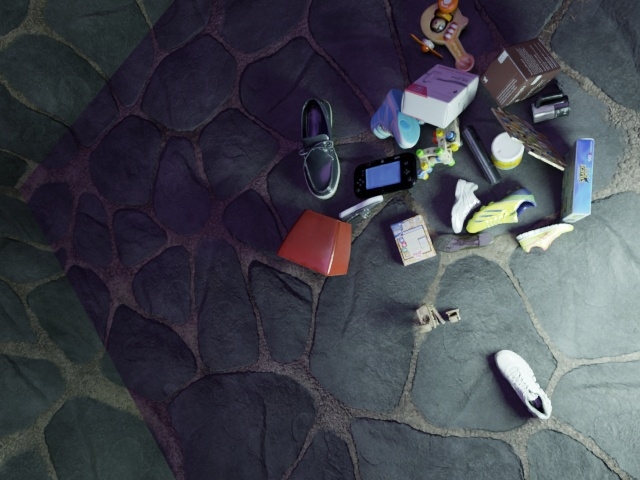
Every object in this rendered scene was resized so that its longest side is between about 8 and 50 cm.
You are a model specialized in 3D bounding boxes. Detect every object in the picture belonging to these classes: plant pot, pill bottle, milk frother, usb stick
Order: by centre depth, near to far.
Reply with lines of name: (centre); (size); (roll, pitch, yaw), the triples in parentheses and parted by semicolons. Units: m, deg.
pill bottle: (0.749, -0.351, 1.704); (0.117, 0.208, 0.118); (-2, 86, 22)
milk frother: (0.925, -0.567, 1.726); (0.134, 0.129, 0.143); (-9, 40, 20)
usb stick: (0.678, -0.359, 1.787); (0.045, 0.077, 0.278); (-31, 85, 50)
plant pot: (0.000, 0.000, 1.928); (0.267, 0.267, 0.236); (21, 96, 21)

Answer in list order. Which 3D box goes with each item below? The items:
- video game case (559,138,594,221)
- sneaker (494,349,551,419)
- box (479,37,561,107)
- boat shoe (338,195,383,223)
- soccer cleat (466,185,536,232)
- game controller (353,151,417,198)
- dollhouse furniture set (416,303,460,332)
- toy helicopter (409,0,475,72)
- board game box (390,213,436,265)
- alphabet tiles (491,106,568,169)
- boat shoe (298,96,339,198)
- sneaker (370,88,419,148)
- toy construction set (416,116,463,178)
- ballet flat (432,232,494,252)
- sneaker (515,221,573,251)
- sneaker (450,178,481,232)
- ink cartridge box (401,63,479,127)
video game case: (0.963, -0.216, 1.595); (0.061, 0.244, 0.270); (4, 88, 20)
sneaker: (0.801, 0.565, 1.667); (0.110, 0.118, 0.292); (-39, 72, 16)
box: (0.794, -0.667, 1.692); (0.203, 0.168, 0.167); (-23, 76, -20)
boat shoe: (0.195, -0.134, 1.973); (0.228, 0.080, 0.076); (-24, 84, 19)
soccer cleat: (0.743, -0.108, 1.746); (0.289, 0.093, 0.121); (-34, 62, 13)
game controller: (0.288, -0.291, 1.917); (0.319, 0.067, 0.167); (-8, 85, 36)
dollhouse furniture set: (0.491, 0.306, 1.768); (0.160, 0.182, 0.101); (-20, 79, 19)
toy helicopter: (0.553, -0.877, 1.863); (0.234, 0.140, 0.355); (-29, 79, 18)
board game box: (0.414, -0.001, 1.894); (0.146, 0.045, 0.194); (-20, 79, 18)
alphabet tiles: (0.801, -0.399, 1.629); (0.343, 0.284, 0.011); (-91, 27, -46)
boat shoe: (-0.015, -0.449, 2.037); (0.186, 0.156, 0.501); (-4, 86, 19)
sneaker: (0.321, -0.491, 1.884); (0.208, 0.127, 0.319); (-47, 39, 48)
toy construction set: (0.501, -0.448, 1.852); (0.215, 0.151, 0.328); (-18, 73, 42)
ballet flat: (0.612, 0.007, 1.819); (0.249, 0.058, 0.084); (-8, 80, 25)
sneaker: (0.903, -0.012, 1.698); (0.208, 0.081, 0.094); (-20, 86, 25)
sneaker: (0.621, -0.144, 1.806); (0.115, 0.090, 0.232); (10, 90, 18)
ink cartridge box: (0.503, -0.612, 1.778); (0.207, 0.117, 0.283); (29, 55, 26)
